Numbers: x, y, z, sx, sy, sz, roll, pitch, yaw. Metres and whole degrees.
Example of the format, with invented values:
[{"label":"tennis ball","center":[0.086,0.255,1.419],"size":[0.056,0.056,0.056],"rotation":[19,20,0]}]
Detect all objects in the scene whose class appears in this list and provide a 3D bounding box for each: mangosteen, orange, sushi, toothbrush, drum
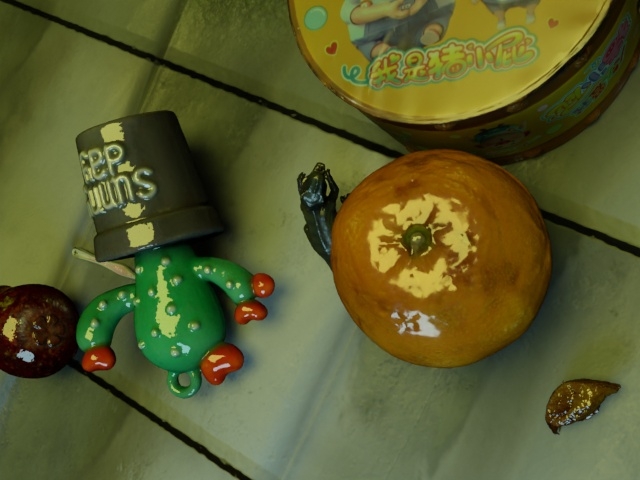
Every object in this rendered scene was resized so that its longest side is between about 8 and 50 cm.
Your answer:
[{"label":"mangosteen","center":[-0.454,0.138,1.352],"size":[0.146,0.181,0.155],"rotation":[-13,90,-20]},{"label":"orange","center":[0.142,0.021,1.018],"size":[0.261,0.261,0.260],"rotation":[-5,78,25]},{"label":"sushi","center":[0.303,0.189,1.011],"size":[0.099,0.047,0.050],"rotation":[-37,53,33]},{"label":"toothbrush","center":[-0.321,0.044,1.356],"size":[0.204,0.022,0.017],"rotation":[18,93,28]},{"label":"drum","center":[0.189,-0.310,1.072],"size":[0.432,0.214,0.430],"rotation":[-5,78,24]}]

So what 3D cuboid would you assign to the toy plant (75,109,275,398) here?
[{"label":"toy plant","center":[-0.233,0.028,1.226],"size":[0.280,0.185,0.400],"rotation":[-17,91,-13]}]

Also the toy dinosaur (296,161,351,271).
[{"label":"toy dinosaur","center":[0.000,0.000,1.136],"size":[0.087,0.187,0.178],"rotation":[-12,48,25]}]
